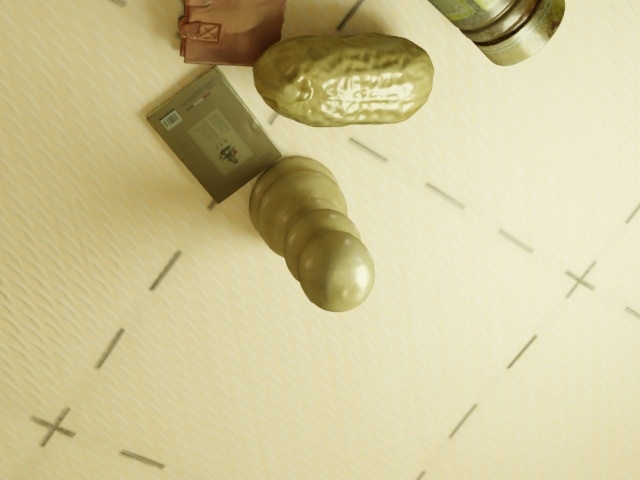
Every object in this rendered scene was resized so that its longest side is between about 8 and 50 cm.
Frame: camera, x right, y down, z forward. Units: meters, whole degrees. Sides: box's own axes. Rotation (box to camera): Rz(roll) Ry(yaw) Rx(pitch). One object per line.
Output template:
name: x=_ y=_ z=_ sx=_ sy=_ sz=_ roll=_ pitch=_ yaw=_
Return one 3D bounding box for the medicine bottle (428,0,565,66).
medicine bottle: x=0.217 y=-0.417 z=1.796 sx=0.322 sy=0.151 sz=0.151 roll=37 pitch=102 yaw=-31

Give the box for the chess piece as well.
chess piece: x=0.000 y=0.000 z=1.869 sx=0.167 sy=0.300 sz=0.167 roll=-9 pitch=120 yaw=-16

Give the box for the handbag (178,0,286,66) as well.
handbag: x=-0.130 y=-0.365 z=1.765 sx=0.157 sy=0.059 sz=0.213 roll=0 pitch=119 yaw=-19

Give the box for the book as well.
book: x=-0.166 y=-0.166 z=1.889 sx=0.138 sy=0.016 sz=0.199 roll=-36 pitch=123 yaw=3

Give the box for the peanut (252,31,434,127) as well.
peanut: x=0.034 y=-0.248 z=1.817 sx=0.313 sy=0.152 sz=0.152 roll=-10 pitch=122 yaw=-34
